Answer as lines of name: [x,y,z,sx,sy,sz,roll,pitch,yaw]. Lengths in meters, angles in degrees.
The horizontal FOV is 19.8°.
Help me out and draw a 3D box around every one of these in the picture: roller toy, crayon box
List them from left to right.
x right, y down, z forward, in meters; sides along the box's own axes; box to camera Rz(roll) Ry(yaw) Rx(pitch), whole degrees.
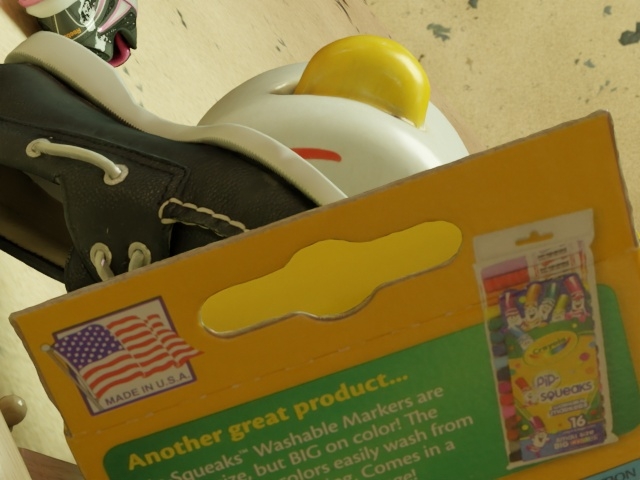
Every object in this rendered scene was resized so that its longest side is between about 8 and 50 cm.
roller toy: [0.000,0.000,1.052,0.191,0.209,0.146,57,13,-11]
crayon box: [0.035,0.095,0.688,0.083,0.203,0.323,-107,178,-55]

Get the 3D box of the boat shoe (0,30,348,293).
boat shoe: [-0.075,-0.001,0.801,0.302,0.091,0.114,25,-34,47]

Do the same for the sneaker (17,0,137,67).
sneaker: [-0.153,-0.154,1.247,0.077,0.072,0.178,63,19,-10]

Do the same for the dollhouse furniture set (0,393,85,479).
dollhouse furniture set: [-0.072,0.127,0.526,0.355,0.174,0.303,31,26,-58]
